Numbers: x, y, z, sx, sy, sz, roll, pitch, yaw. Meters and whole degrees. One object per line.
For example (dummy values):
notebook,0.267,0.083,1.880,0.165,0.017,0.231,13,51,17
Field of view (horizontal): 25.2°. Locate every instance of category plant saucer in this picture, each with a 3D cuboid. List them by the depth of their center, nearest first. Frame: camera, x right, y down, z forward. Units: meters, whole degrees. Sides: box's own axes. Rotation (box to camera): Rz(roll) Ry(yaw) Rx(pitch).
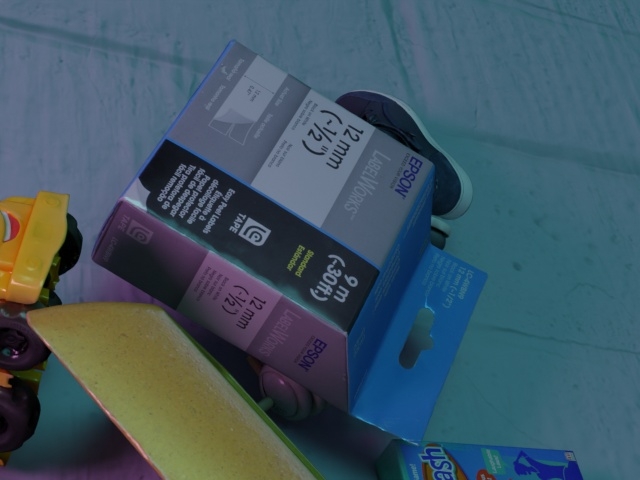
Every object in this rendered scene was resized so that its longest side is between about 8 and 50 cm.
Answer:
plant saucer,-0.056,0.183,1.130,0.081,0.333,0.333,-42,73,-5

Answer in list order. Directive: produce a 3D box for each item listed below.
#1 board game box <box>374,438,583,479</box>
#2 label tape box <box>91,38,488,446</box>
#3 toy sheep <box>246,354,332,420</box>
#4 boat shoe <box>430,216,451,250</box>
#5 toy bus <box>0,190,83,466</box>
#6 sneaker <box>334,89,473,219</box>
board game box,0.169,0.272,1.368,0.210,0.047,0.160,7,46,-25
label tape box,-0.001,-0.001,1.350,0.347,0.115,0.249,30,48,-1
toy sheep,-0.020,0.128,1.375,0.132,0.091,0.091,-35,71,-32
boat shoe,0.000,0.000,1.533,0.319,0.116,0.099,8,88,-34
toy bus,-0.315,0.053,1.177,0.211,0.220,0.149,16,38,-7
sneaker,0.053,-0.114,1.616,0.163,0.086,0.226,10,26,-48
